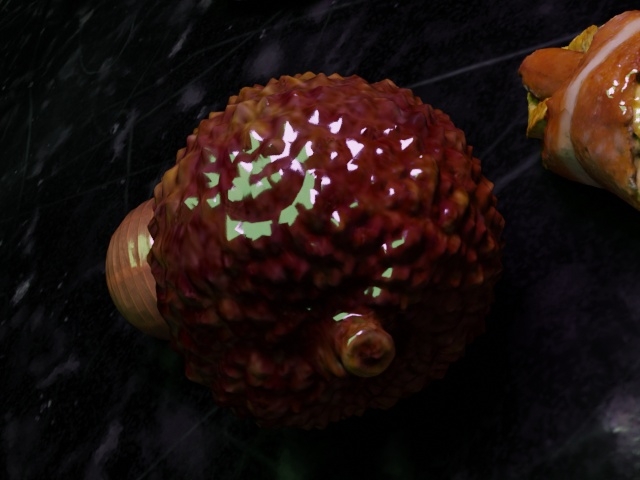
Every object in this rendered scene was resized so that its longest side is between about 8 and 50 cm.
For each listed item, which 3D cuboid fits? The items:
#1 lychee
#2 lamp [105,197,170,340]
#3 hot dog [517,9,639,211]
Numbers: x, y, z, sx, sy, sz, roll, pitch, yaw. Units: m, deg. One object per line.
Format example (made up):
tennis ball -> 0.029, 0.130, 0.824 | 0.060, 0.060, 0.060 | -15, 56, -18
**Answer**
lychee -> 0.000, 0.000, 0.570 | 0.236, 0.236, 0.271 | -43, 21, 13
lamp -> -0.124, 0.023, 0.768 | 0.136, 0.136, 0.136 | -30, 41, 29
hot dog -> 0.199, -0.083, 0.528 | 0.123, 0.093, 0.261 | -53, 35, -3
